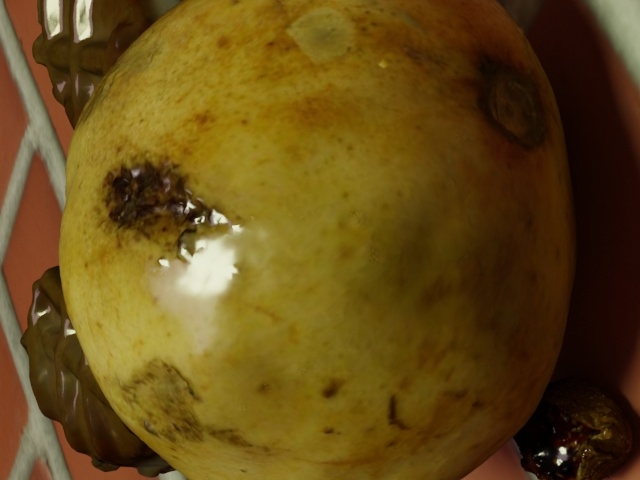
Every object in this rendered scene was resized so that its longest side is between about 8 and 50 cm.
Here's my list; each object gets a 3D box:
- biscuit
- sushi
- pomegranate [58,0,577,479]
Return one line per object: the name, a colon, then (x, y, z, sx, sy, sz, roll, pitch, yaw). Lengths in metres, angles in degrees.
biscuit: (-0.110, -0.013, 1.198, 0.268, 0.115, 0.366, 31, 125, 58)
sushi: (0.112, 0.092, 0.864, 0.099, 0.047, 0.050, 179, 82, -66)
pomegranate: (0.000, 0.000, 0.856, 0.260, 0.260, 0.260, 24, 117, 59)
